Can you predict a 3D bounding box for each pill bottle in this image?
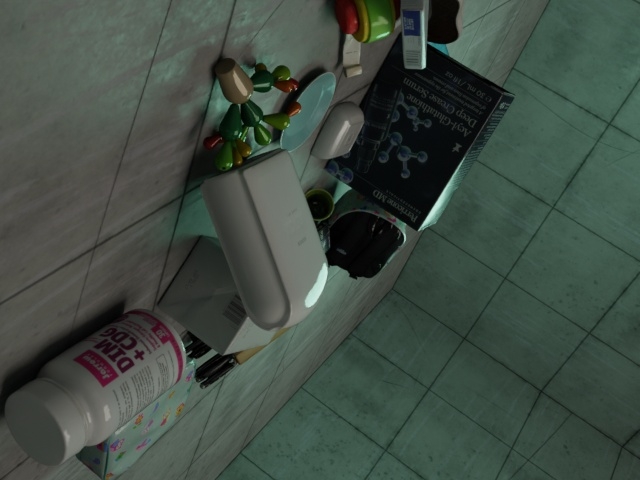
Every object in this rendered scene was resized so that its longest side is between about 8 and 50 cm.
[{"bbox_3d":[-0.372,0.243,1.287,0.283,0.160,0.160,-37,157,-54],"label":"pill bottle"}]

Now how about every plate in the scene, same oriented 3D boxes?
[{"bbox_3d":[-0.032,-0.264,1.551,0.188,0.024,0.188,-51,166,-17],"label":"plate"}]

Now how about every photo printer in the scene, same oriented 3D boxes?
[{"bbox_3d":[-0.086,0.001,1.395,0.107,0.307,0.256,-15,-170,20],"label":"photo printer"}]

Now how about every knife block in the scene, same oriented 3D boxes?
[{"bbox_3d":[-0.178,0.239,1.806,0.088,0.276,0.242,91,7,-68],"label":"knife block"}]

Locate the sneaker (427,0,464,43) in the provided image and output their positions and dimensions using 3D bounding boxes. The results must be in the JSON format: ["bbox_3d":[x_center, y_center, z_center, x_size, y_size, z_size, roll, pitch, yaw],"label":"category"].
[{"bbox_3d":[0.306,-0.568,1.828,0.290,0.106,0.123,101,6,-81],"label":"sneaker"}]

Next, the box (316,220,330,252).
[{"bbox_3d":[0.000,0.000,2.045,0.067,0.018,0.083,-41,139,-43],"label":"box"}]

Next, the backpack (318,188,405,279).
[{"bbox_3d":[0.122,-0.036,2.133,0.253,0.225,0.191,-50,-160,50],"label":"backpack"}]

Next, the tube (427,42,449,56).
[{"bbox_3d":[0.326,-0.525,2.127,0.080,0.052,0.207,-61,161,1],"label":"tube"}]

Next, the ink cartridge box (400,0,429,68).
[{"bbox_3d":[0.175,-0.459,1.378,0.223,0.045,0.224,60,35,-74],"label":"ink cartridge box"}]

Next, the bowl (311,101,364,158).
[{"bbox_3d":[0.048,-0.252,1.798,0.142,0.053,0.142,-26,148,-61],"label":"bowl"}]

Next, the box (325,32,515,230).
[{"bbox_3d":[0.251,-0.272,1.934,0.395,0.293,0.212,-61,165,19],"label":"box"}]

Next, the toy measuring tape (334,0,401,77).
[{"bbox_3d":[0.085,-0.388,1.436,0.121,0.121,0.330,-50,164,-22],"label":"toy measuring tape"}]

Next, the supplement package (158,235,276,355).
[{"bbox_3d":[-0.176,0.115,1.628,0.177,0.175,0.293,-57,167,5],"label":"supplement package"}]

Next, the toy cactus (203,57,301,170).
[{"bbox_3d":[-0.123,-0.223,1.229,0.219,0.112,0.180,-49,147,-15],"label":"toy cactus"}]

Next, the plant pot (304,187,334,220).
[{"bbox_3d":[-0.010,-0.085,1.961,0.083,0.083,0.079,-53,178,-10],"label":"plant pot"}]

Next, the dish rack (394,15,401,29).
[{"bbox_3d":[0.201,-0.582,1.502,0.333,0.072,0.285,-47,165,-32],"label":"dish rack"}]

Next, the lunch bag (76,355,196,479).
[{"bbox_3d":[-0.384,0.345,1.601,0.279,0.108,0.224,-44,158,-45],"label":"lunch bag"}]

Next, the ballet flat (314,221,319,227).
[{"bbox_3d":[-0.078,0.042,2.035,0.232,0.080,0.073,-61,160,-17],"label":"ballet flat"}]
